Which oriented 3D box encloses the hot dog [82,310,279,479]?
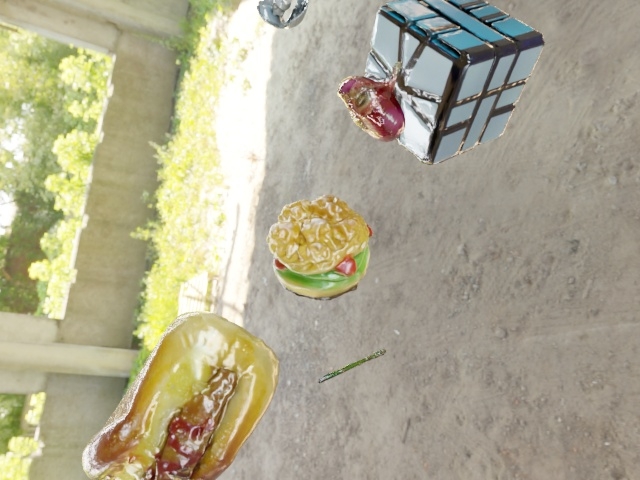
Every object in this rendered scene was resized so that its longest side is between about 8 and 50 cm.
[{"bbox_3d":[-0.228,0.287,0.829,0.405,0.185,0.223,-51,9,44],"label":"hot dog"}]

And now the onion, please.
[{"bbox_3d":[0.115,-0.271,1.014,0.140,0.150,0.150,-49,31,7],"label":"onion"}]

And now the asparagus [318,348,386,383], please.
[{"bbox_3d":[0.065,0.244,1.054,0.016,0.166,0.013,-28,80,61],"label":"asparagus"}]

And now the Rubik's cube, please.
[{"bbox_3d":[0.294,-0.392,1.281,0.288,0.283,0.293,47,148,32],"label":"Rubik's cube"}]

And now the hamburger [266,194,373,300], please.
[{"bbox_3d":[0.000,0.000,1.141,0.237,0.237,0.149,-108,7,-46],"label":"hamburger"}]

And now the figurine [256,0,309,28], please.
[{"bbox_3d":[-0.070,-0.466,1.072,0.086,0.082,0.094,-25,42,39],"label":"figurine"}]
